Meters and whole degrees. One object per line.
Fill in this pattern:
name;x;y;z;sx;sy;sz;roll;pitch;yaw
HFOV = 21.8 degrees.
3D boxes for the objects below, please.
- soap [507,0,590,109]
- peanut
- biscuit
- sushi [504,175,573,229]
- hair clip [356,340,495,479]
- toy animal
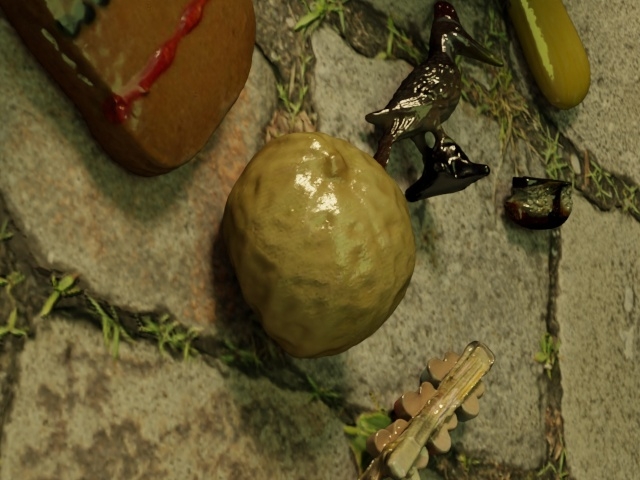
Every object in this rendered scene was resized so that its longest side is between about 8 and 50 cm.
soap;0.210;-0.204;1.557;0.089;0.033;0.168;-35;106;-52
peanut;0.000;0.000;1.175;0.140;0.109;0.159;-28;102;-51
biscuit;-0.122;-0.209;1.140;0.277;0.052;0.262;58;42;-21
sushi;0.192;-0.033;1.486;0.083;0.044;0.046;0;100;-49
hair clip;0.079;0.143;1.279;0.062;0.056;0.214;52;33;-3
toy animal;0.090;-0.115;1.359;0.105;0.070;0.202;27;61;-21
